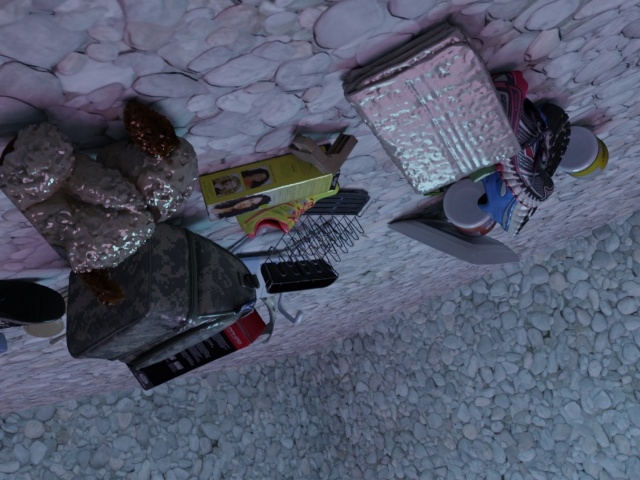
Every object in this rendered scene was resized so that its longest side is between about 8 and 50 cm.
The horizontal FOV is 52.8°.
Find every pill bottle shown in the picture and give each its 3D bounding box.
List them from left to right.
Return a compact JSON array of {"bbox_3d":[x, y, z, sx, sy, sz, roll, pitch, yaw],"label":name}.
[{"bbox_3d":[0.381,-0.074,1.611,0.121,0.121,0.216,-22,165,15],"label":"pill bottle"},{"bbox_3d":[0.592,-0.194,1.463,0.103,0.103,0.184,-27,163,30],"label":"pill bottle"}]

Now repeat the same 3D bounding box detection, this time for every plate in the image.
[{"bbox_3d":[0.364,-0.005,1.727,0.277,0.045,0.278,25,-165,37],"label":"plate"}]

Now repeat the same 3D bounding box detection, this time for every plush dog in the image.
[{"bbox_3d":[-0.258,-0.060,0.851,0.225,0.210,0.262,-41,174,-18],"label":"plush dog"}]

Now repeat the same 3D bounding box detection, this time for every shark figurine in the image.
[{"bbox_3d":[-0.180,0.136,1.703,0.166,0.116,0.278,-50,132,-18],"label":"shark figurine"}]

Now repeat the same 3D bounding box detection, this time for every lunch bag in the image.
[{"bbox_3d":[-0.301,0.115,1.241,0.305,0.212,0.256,-30,149,33],"label":"lunch bag"}]

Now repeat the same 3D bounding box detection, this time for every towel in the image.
[{"bbox_3d":[0.170,-0.182,0.952,0.187,0.049,0.282,-23,140,20],"label":"towel"}]

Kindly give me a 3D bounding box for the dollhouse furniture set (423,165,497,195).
[{"bbox_3d":[0.277,-0.144,1.325,0.059,0.076,0.152,-4,160,-45],"label":"dollhouse furniture set"}]

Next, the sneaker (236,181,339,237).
[{"bbox_3d":[-0.059,-0.060,1.199,0.209,0.094,0.081,-18,164,-7],"label":"sneaker"}]

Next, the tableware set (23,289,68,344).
[{"bbox_3d":[-0.582,0.158,1.454,0.194,0.039,0.128,-28,139,13],"label":"tableware set"}]

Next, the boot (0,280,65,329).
[{"bbox_3d":[-0.648,0.147,1.274,0.236,0.085,0.179,4,157,-40],"label":"boot"}]

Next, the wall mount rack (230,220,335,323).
[{"bbox_3d":[-0.119,0.072,1.547,0.350,0.130,0.304,-6,120,-42],"label":"wall mount rack"}]

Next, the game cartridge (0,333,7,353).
[{"bbox_3d":[-0.884,0.244,1.399,0.230,0.068,0.355,-22,165,0],"label":"game cartridge"}]

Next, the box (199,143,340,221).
[{"bbox_3d":[-0.086,-0.097,1.105,0.232,0.058,0.087,-16,165,-9],"label":"box"}]

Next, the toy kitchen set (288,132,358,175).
[{"bbox_3d":[-0.002,-0.161,1.047,0.083,0.075,0.068,42,167,-37],"label":"toy kitchen set"}]

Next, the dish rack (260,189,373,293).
[{"bbox_3d":[0.000,0.000,1.410,0.208,0.074,0.271,-4,140,-45],"label":"dish rack"}]

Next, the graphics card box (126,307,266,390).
[{"bbox_3d":[-0.328,0.183,1.473,0.371,0.232,0.094,-29,-170,31],"label":"graphics card box"}]

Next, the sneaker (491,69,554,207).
[{"bbox_3d":[0.345,-0.162,1.107,0.112,0.121,0.299,-28,137,21],"label":"sneaker"}]

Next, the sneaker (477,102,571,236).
[{"bbox_3d":[0.399,-0.149,1.330,0.130,0.147,0.330,-45,158,-34],"label":"sneaker"}]
